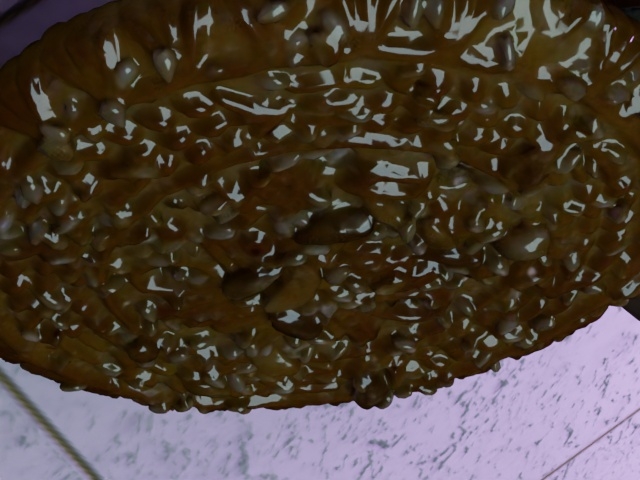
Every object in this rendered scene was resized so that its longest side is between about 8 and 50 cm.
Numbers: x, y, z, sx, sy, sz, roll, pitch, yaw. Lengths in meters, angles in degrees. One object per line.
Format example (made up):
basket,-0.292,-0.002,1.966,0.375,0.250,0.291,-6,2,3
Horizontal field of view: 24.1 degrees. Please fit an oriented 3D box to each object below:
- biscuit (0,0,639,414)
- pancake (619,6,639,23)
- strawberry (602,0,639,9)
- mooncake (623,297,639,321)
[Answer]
biscuit,0.000,0.000,0.570,0.305,0.038,0.305,-5,150,-3
pancake,0.066,-0.033,0.601,0.288,0.033,0.286,-25,144,32
strawberry,0.221,-0.168,0.557,0.280,0.150,0.253,-2,148,-6
mooncake,0.280,-0.046,0.790,0.290,0.161,0.290,-26,143,-22
